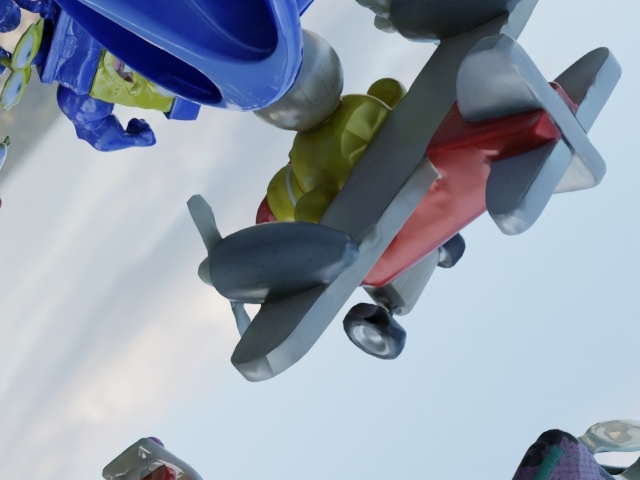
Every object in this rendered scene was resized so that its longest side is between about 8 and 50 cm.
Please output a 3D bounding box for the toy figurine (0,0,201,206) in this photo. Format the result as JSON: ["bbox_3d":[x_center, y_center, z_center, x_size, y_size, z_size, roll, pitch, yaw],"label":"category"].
[{"bbox_3d":[-0.149,-0.189,1.405,0.191,0.217,0.363,57,-45,45],"label":"toy figurine"}]

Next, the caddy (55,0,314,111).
[{"bbox_3d":[-0.117,-0.221,1.003,0.179,0.341,0.241,-47,-174,-22],"label":"caddy"}]

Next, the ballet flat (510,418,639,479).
[{"bbox_3d":[0.169,0.134,0.999,0.221,0.077,0.079,18,100,-54],"label":"ballet flat"}]

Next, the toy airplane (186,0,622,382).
[{"bbox_3d":[0.057,-0.081,1.562,0.384,0.272,0.386,-49,-173,13],"label":"toy airplane"}]

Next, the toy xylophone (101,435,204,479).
[{"bbox_3d":[-0.163,0.325,1.685,0.236,0.081,0.323,-46,-152,47],"label":"toy xylophone"}]
